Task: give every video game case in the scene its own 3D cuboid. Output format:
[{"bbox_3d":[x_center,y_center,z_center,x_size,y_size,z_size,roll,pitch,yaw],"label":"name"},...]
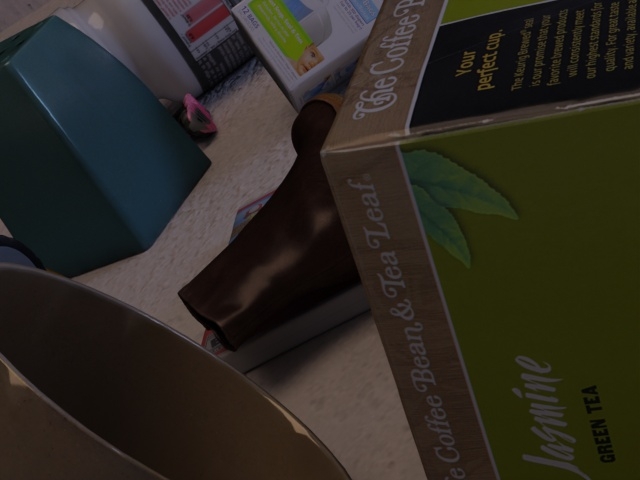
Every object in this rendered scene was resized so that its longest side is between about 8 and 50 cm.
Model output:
[{"bbox_3d":[0.000,0.000,1.323,0.204,0.025,0.285,-28,22,18],"label":"video game case"}]

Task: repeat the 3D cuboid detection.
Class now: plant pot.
[{"bbox_3d":[-0.156,0.194,0.868,0.274,0.256,0.256,-57,20,8],"label":"plant pot"},{"bbox_3d":[-0.273,-0.106,1.663,0.165,0.234,0.166,-19,27,37],"label":"plant pot"}]

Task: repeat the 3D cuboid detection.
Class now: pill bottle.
[{"bbox_3d":[-0.159,-0.304,1.944,0.363,0.210,0.210,-38,21,-6],"label":"pill bottle"}]

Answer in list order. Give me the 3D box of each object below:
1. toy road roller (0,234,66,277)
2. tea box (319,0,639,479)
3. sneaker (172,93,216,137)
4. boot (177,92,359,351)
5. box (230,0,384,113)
[{"bbox_3d":[-0.231,0.171,1.143,0.202,0.240,0.329,-23,62,27],"label":"toy road roller"},{"bbox_3d":[0.205,-0.058,0.773,0.323,0.220,0.329,-8,30,19],"label":"tea box"},{"bbox_3d":[-0.156,-0.133,1.817,0.057,0.047,0.119,-41,14,4],"label":"sneaker"},{"bbox_3d":[-0.034,-0.020,1.252,0.207,0.090,0.248,-36,25,-7],"label":"boot"},{"bbox_3d":[0.024,-0.244,1.633,0.203,0.114,0.103,-35,-9,-1],"label":"box"}]
